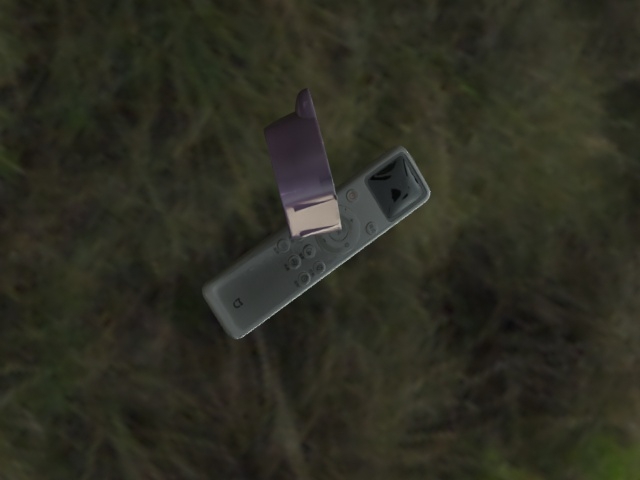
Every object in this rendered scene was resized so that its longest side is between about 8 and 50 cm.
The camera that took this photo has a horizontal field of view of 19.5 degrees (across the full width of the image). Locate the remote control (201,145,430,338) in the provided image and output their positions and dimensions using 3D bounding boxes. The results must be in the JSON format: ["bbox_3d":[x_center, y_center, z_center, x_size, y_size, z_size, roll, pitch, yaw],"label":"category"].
[{"bbox_3d":[0.000,0.000,1.840,0.261,0.029,0.067,-36,106,-18],"label":"remote control"}]

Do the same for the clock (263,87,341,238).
[{"bbox_3d":[-0.019,-0.068,1.726,0.050,0.110,0.153,-14,162,-1],"label":"clock"}]
